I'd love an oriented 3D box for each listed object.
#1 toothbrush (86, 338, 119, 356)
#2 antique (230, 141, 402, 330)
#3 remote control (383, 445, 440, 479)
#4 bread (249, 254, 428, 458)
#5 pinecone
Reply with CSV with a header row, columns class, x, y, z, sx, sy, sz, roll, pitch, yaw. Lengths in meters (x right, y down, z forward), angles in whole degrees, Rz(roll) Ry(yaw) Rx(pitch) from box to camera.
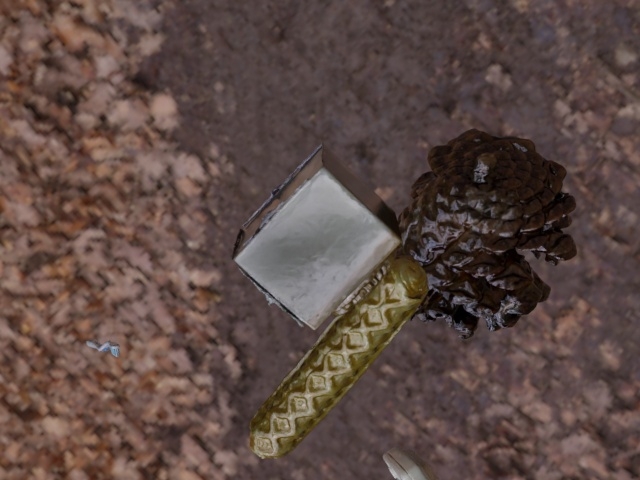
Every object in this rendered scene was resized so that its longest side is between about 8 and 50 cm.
class,x,y,z,sx,sy,sz,roll,pitch,yaw
toothbrush,-0.262,0.125,1.404,0.162,0.014,0.017,-179,80,-68
antique,0.000,0.000,1.297,0.148,0.147,0.152,42,102,-10
remote control,0.135,0.330,1.610,0.090,0.049,0.230,55,176,-1
bread,0.019,0.159,1.539,0.077,0.084,0.367,27,117,-21
pinecone,0.239,0.003,1.732,0.242,0.298,0.296,12,125,-23
